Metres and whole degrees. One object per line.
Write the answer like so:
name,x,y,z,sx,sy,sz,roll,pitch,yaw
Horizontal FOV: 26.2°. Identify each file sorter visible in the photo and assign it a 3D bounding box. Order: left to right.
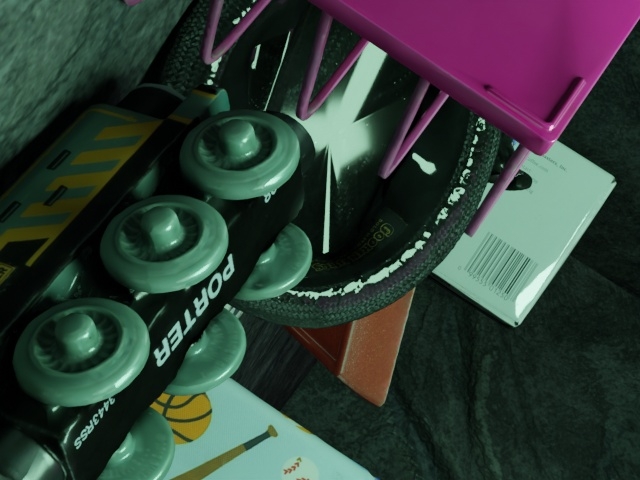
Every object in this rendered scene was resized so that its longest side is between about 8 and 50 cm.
file sorter,0.043,-0.170,0.857,0.202,0.290,0.182,-53,174,-25

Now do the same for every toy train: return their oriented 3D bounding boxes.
toy train,-0.139,0.020,0.865,0.334,0.190,0.142,-55,152,-35

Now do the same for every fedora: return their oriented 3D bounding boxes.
fedora,-0.013,-0.100,1.134,0.334,0.334,0.152,-55,-155,-10

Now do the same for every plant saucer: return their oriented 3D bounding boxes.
plant saucer,0.000,0.000,1.396,0.047,0.258,0.259,-7,122,-35

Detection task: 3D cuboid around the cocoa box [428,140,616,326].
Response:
cocoa box,0.175,-0.068,1.815,0.231,0.347,0.228,-56,172,-2

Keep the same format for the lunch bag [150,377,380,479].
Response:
lunch bag,-0.162,0.258,1.153,0.239,0.328,0.385,-51,173,-29

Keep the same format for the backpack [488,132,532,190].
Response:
backpack,0.121,-0.223,1.265,0.213,0.276,0.263,-56,167,-43

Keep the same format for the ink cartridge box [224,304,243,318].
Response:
ink cartridge box,-0.119,0.026,1.311,0.237,0.100,0.172,-47,168,-51
